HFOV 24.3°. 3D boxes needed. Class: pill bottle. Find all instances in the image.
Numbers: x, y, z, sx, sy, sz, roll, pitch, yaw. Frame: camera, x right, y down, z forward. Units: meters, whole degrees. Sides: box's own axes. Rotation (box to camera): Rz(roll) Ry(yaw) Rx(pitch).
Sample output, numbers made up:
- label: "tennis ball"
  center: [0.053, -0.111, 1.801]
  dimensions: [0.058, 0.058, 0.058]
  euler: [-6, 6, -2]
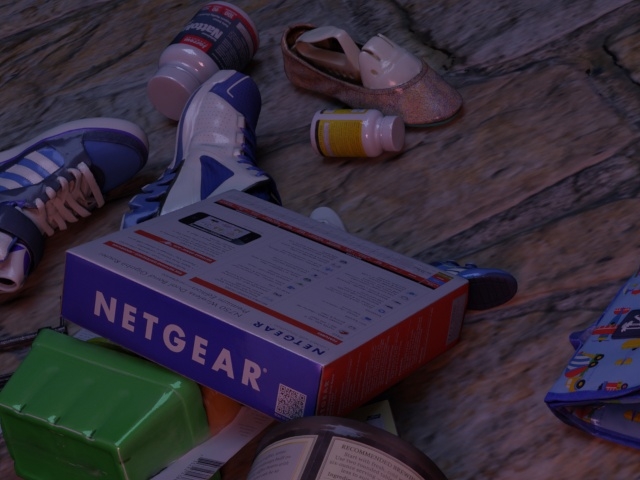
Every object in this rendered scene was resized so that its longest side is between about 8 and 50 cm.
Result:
- label: "pill bottle"
  center: [-0.176, -0.262, 2.193]
  dimensions: [0.108, 0.108, 0.180]
  euler: [6, 44, 30]
- label: "pill bottle"
  center: [0.050, -0.143, 1.980]
  dimensions: [0.116, 0.065, 0.065]
  euler: [2, 42, 27]

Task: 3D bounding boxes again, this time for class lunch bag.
- label: "lunch bag"
  center: [0.382, 0.115, 1.491]
  dimensions: [0.293, 0.138, 0.221]
  euler: [1, 41, 44]

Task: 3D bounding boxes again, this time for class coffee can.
- label: "coffee can"
  center: [-0.010, 0.323, 1.312]
  dimensions: [0.201, 0.201, 0.275]
  euler: [1, 42, 24]

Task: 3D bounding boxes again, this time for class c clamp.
- label: "c clamp"
  center: [-0.389, 0.142, 1.857]
  dimensions: [0.161, 0.022, 0.137]
  euler: [-17, 42, 1]

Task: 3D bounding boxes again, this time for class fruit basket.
- label: "fruit basket"
  center: [-0.167, 0.160, 1.661]
  dimensions: [0.327, 0.165, 0.353]
  euler: [13, 31, 33]

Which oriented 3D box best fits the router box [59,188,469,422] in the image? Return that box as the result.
- label: "router box"
  center: [-0.057, 0.062, 1.611]
  dimensions: [0.335, 0.082, 0.301]
  euler: [22, 26, 28]

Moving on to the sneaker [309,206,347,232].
- label: "sneaker"
  center: [0.000, 0.000, 1.829]
  dimensions: [0.054, 0.061, 0.152]
  euler: [-12, 36, 13]

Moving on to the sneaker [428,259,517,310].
- label: "sneaker"
  center: [0.155, 0.047, 1.709]
  dimensions: [0.144, 0.053, 0.059]
  euler: [-5, 37, 17]

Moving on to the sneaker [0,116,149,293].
- label: "sneaker"
  center: [-0.371, -0.025, 1.984]
  dimensions: [0.323, 0.130, 0.236]
  euler: [-15, 47, -2]

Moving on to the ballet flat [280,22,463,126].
- label: "ballet flat"
  center: [0.057, -0.238, 2.063]
  dimensions: [0.316, 0.106, 0.107]
  euler: [19, 51, 39]

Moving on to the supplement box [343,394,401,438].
- label: "supplement box"
  center: [0.044, 0.217, 1.541]
  dimensions: [0.083, 0.056, 0.083]
  euler: [-17, 37, 3]

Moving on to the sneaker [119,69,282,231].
- label: "sneaker"
  center: [-0.112, -0.073, 1.933]
  dimensions: [0.182, 0.127, 0.315]
  euler: [6, 51, 24]
